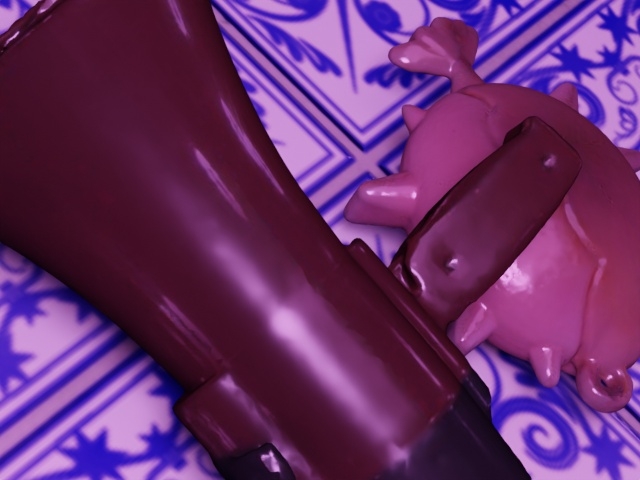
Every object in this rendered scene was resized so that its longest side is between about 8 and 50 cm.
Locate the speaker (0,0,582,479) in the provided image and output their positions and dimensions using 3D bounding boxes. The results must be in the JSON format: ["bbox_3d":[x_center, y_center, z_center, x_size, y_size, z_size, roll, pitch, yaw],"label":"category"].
[{"bbox_3d":[-0.021,0.004,0.866,0.329,0.198,0.259,45,34,-8],"label":"speaker"}]

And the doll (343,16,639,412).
[{"bbox_3d":[0.116,-0.020,0.998,0.211,0.093,0.262,-15,65,-35],"label":"doll"}]
